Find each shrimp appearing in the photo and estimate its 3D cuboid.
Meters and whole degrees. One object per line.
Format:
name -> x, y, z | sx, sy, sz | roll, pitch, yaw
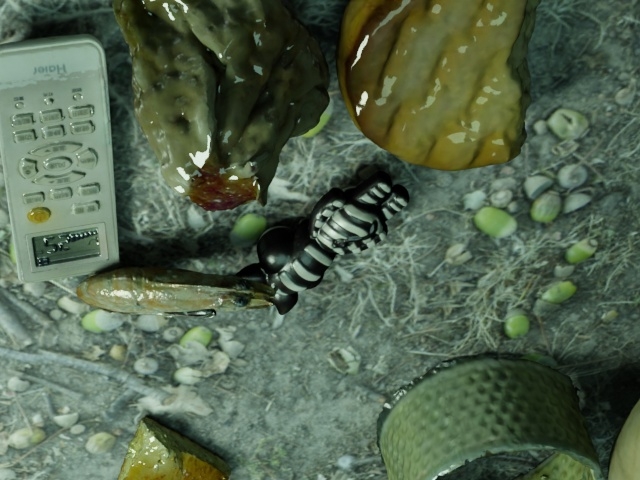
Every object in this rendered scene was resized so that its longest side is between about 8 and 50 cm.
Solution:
shrimp -> -0.155, 0.063, 1.625 | 0.223, 0.048, 0.126 | 2, 162, 9

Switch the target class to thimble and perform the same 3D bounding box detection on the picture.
thimble -> 0.210, 0.283, 1.858 | 0.270, 0.150, 0.271 | -6, 133, -6

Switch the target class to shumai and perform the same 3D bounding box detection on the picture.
shumai -> -0.085, -0.139, 1.392 | 0.183, 0.185, 0.218 | -19, 133, 6

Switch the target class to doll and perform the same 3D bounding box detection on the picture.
doll -> 0.000, 0.000, 1.617 | 0.219, 0.067, 0.091 | -38, 131, 21

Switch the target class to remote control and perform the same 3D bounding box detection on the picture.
remote control -> -0.267, -0.082, 1.504 | 0.109, 0.055, 0.313 | -9, 138, -13

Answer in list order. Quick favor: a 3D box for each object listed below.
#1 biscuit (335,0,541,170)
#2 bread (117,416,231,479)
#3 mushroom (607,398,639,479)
biscuit -> 0.118, -0.191, 1.450 | 0.213, 0.091, 0.274 | -4, 134, -11
bread -> -0.208, 0.293, 1.854 | 0.136, 0.054, 0.154 | -33, 127, 22
mushroom -> 0.506, 0.297, 1.813 | 0.325, 0.353, 0.353 | 4, 131, -2
